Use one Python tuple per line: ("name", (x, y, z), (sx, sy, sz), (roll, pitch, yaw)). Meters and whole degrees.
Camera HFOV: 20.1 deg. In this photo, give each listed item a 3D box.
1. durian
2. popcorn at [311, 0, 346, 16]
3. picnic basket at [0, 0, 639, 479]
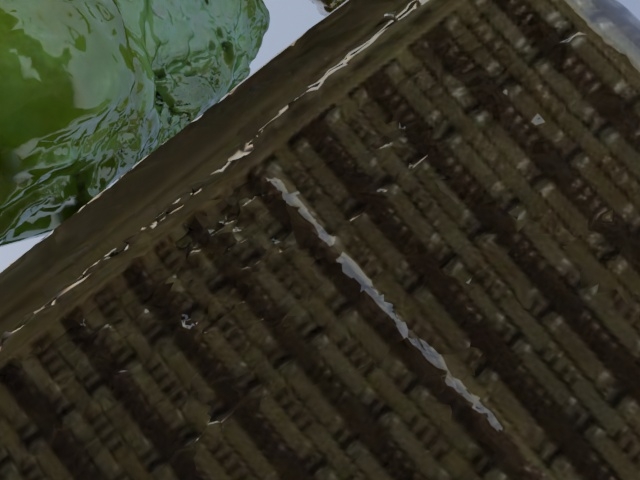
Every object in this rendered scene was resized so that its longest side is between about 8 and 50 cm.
("durian", (-0.165, -0.115, 0.858), (0.256, 0.339, 0.204), (10, -63, 14))
("popcorn", (0.112, -0.263, 1.199), (0.282, 0.282, 0.247), (1, -67, 40))
("picnic basket", (0.049, 0.087, 0.530), (0.228, 0.313, 0.175), (-39, -123, -2))
